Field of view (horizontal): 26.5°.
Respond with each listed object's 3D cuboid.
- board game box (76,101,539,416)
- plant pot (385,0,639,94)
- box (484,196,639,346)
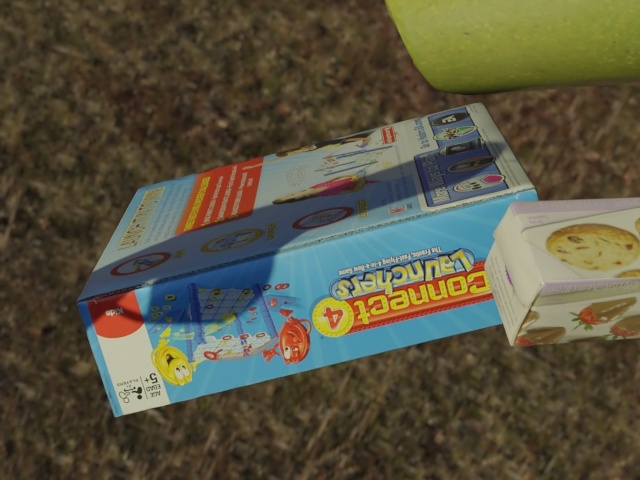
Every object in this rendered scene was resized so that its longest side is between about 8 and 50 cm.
[{"bbox_3d":[0.000,0.000,1.003,0.302,0.086,0.308,-14,15,5],"label":"board game box"},{"bbox_3d":[0.167,-0.185,0.705,0.254,0.276,0.276,-10,20,22],"label":"plant pot"},{"bbox_3d":[0.261,0.012,0.814,0.324,0.063,0.067,-2,52,-14],"label":"box"}]
